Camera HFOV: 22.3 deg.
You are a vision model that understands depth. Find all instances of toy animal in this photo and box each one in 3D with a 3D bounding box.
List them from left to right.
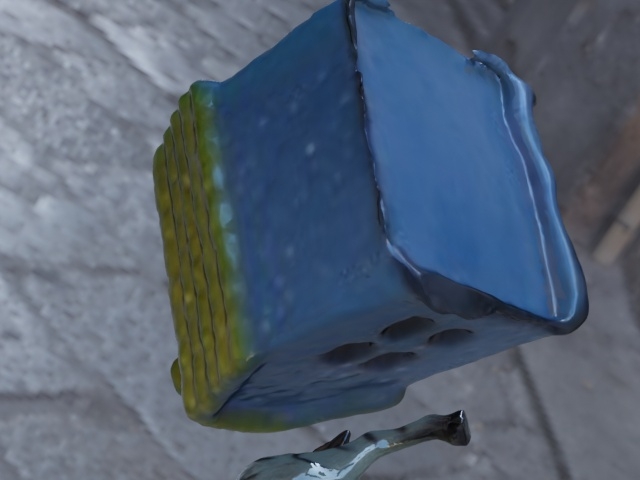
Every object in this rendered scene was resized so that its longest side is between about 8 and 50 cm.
[{"bbox_3d":[0.016,0.168,0.792,0.170,0.090,0.255,-4,20,15],"label":"toy animal"}]

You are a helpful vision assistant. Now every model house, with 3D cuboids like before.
[{"bbox_3d":[0.000,0.000,1.182,0.215,0.303,0.237,20,53,-50],"label":"model house"}]
